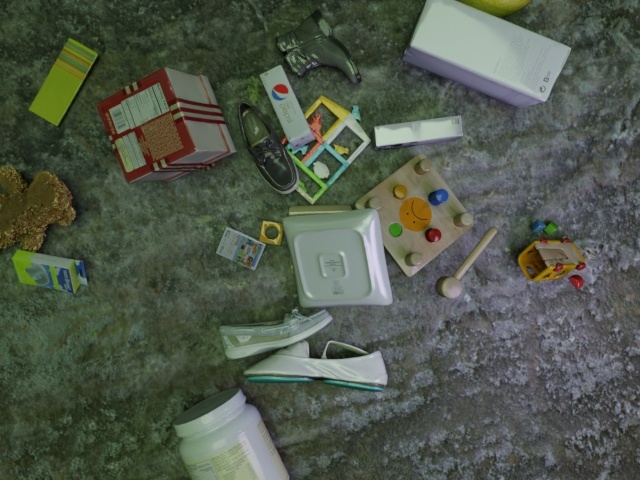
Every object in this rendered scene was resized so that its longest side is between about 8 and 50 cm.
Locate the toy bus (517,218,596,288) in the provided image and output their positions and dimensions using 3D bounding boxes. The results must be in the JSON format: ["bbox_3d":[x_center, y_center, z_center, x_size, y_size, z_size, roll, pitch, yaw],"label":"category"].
[{"bbox_3d":[0.651,0.060,1.605,0.202,0.191,0.104,35,134,-1],"label":"toy bus"}]

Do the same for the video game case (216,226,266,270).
[{"bbox_3d":[-0.226,0.023,1.626,0.122,0.011,0.087,25,108,-1],"label":"video game case"}]

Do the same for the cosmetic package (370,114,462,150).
[{"bbox_3d":[0.265,-0.297,1.598,0.238,0.099,0.061,-8,94,0],"label":"cosmetic package"}]

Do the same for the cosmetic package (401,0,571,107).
[{"bbox_3d":[0.425,-0.500,1.534,0.384,0.217,0.156,23,98,-3],"label":"cosmetic package"}]

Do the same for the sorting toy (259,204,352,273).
[{"bbox_3d":[0.000,0.000,1.613,0.347,0.047,0.196,-1,100,-1],"label":"sorting toy"}]

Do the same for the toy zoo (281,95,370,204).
[{"bbox_3d":[0.005,-0.272,1.627,0.192,0.030,0.293,42,90,-1],"label":"toy zoo"}]

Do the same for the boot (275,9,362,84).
[{"bbox_3d":[-0.006,-0.505,1.608,0.161,0.083,0.247,-36,86,7],"label":"boot"}]

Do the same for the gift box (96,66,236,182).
[{"bbox_3d":[-0.411,-0.298,1.515,0.276,0.258,0.255,-16,93,19],"label":"gift box"}]

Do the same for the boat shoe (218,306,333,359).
[{"bbox_3d":[-0.125,0.244,1.594,0.320,0.118,0.103,-18,89,9],"label":"boat shoe"}]

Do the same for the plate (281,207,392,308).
[{"bbox_3d":[0.039,0.061,1.547,0.277,0.045,0.278,-5,108,21],"label":"plate"}]

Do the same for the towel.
[{"bbox_3d":[-0.725,-0.448,1.620,0.102,0.021,0.237,30,91,4],"label":"towel"}]

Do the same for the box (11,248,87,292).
[{"bbox_3d":[-0.748,0.088,1.588,0.178,0.042,0.109,11,135,-1],"label":"box"}]

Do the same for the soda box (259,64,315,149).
[{"bbox_3d":[-0.091,-0.367,1.580,0.069,0.074,0.216,-25,79,5],"label":"soda box"}]

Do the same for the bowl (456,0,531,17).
[{"bbox_3d":[0.431,-0.686,1.547,0.289,0.289,0.156,29,132,-1],"label":"bowl"}]

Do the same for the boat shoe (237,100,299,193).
[{"bbox_3d":[-0.154,-0.256,1.566,0.102,0.092,0.285,-29,76,6],"label":"boat shoe"}]

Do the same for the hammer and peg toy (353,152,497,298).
[{"bbox_3d":[0.295,-0.032,1.572,0.266,0.127,0.361,-38,92,-13],"label":"hammer and peg toy"}]

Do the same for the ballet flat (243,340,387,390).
[{"bbox_3d":[-0.010,0.344,1.603,0.399,0.139,0.139,5,91,-5],"label":"ballet flat"}]

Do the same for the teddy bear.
[{"bbox_3d":[-0.838,-0.076,1.592,0.338,0.113,0.245,-39,85,8],"label":"teddy bear"}]

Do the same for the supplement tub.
[{"bbox_3d":[-0.235,0.588,1.536,0.235,0.235,0.325,-25,91,0],"label":"supplement tub"}]
